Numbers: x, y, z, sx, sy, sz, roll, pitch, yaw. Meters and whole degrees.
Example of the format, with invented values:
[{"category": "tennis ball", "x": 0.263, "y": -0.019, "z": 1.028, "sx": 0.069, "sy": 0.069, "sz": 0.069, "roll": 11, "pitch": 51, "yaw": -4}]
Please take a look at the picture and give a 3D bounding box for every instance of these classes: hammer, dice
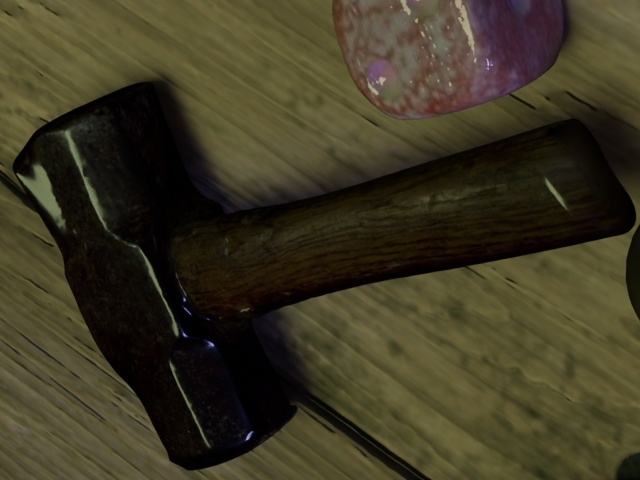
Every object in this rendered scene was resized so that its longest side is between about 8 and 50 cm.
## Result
[{"category": "hammer", "x": 0.000, "y": 0.000, "z": 1.120, "sx": 0.409, "sy": 0.095, "sz": 0.242, "roll": -14, "pitch": 103, "yaw": 46}, {"category": "dice", "x": 0.068, "y": -0.122, "z": 1.023, "sx": 0.091, "sy": 0.093, "sz": 0.094, "roll": -9, "pitch": 105, "yaw": 40}]

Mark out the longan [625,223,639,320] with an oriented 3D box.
[{"category": "longan", "x": 0.204, "y": 0.008, "z": 0.990, "sx": 0.106, "sy": 0.106, "sz": 0.119, "roll": -47, "pitch": 42, "yaw": 42}]
